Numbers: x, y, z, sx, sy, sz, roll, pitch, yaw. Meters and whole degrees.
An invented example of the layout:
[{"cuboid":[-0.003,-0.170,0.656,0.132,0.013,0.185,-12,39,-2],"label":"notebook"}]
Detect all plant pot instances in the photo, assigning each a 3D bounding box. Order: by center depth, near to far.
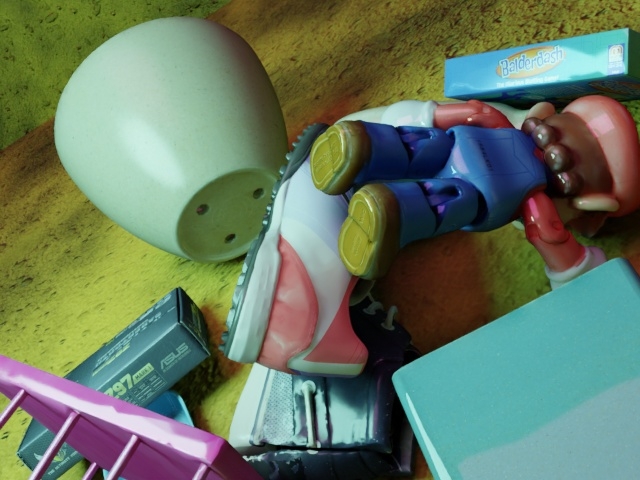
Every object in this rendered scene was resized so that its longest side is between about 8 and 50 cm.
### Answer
[{"cuboid":[0.175,0.171,0.412,0.165,0.166,0.234,-29,40,11],"label":"plant pot"}]

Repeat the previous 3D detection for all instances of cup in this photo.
[{"cuboid":[-0.172,-0.107,1.010,0.331,0.331,0.237,-37,56,-1],"label":"cup"}]

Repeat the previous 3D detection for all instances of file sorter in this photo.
[{"cuboid":[-0.183,0.242,0.567,0.290,0.202,0.182,9,54,34],"label":"file sorter"}]

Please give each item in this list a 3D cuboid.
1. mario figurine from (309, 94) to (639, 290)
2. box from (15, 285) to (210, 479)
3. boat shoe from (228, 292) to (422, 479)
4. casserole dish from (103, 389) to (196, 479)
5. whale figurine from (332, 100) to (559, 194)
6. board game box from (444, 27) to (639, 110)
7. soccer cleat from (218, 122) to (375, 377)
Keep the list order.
[{"cuboid":[0.152,-0.035,0.652,0.320,0.198,0.170,-6,6,-23],"label":"mario figurine"},{"cuboid":[-0.243,0.164,0.869,0.232,0.059,0.183,-39,15,-3],"label":"box"},{"cuboid":[0.031,0.087,0.708,0.158,0.127,0.341,-11,47,25],"label":"boat shoe"},{"cuboid":[-0.174,0.239,0.768,0.114,0.037,0.188,-39,31,-4],"label":"casserole dish"},{"cuboid":[0.143,-0.089,0.823,0.271,0.141,0.216,-4,7,10],"label":"whale figurine"},{"cuboid":[0.269,-0.181,0.791,0.210,0.160,0.047,4,93,45],"label":"board game box"},{"cuboid":[0.000,0.000,0.670,0.318,0.116,0.109,-75,5,-52],"label":"soccer cleat"}]
